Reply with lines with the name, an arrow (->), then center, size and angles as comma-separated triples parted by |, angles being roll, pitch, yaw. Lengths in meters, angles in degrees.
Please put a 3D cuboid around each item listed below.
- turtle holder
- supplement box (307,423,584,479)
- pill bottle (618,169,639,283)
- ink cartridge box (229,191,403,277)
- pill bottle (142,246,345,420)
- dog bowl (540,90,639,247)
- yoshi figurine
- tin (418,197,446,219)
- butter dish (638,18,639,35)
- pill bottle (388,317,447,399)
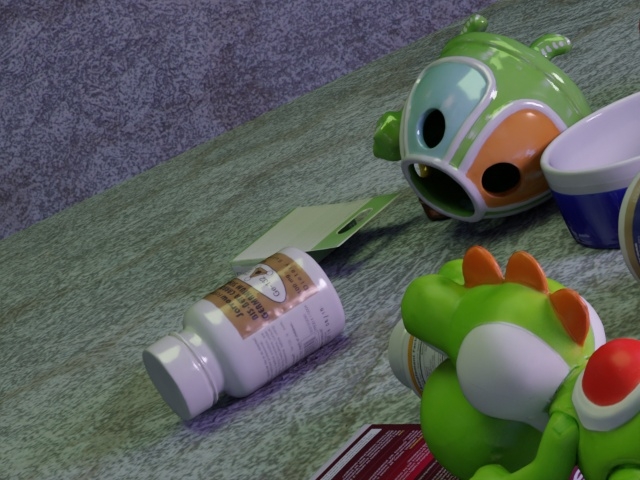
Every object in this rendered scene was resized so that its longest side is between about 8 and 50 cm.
turtle holder -> 0.203, -0.159, 1.906 | 0.320, 0.243, 0.227 | 31, 70, 29
supplement box -> 0.098, 0.218, 1.197 | 0.239, 0.073, 0.130 | -9, 23, 48
pill bottle -> 0.410, -0.006, 1.292 | 0.153, 0.153, 0.264 | -32, 17, -21
ink cartridge box -> 0.000, 0.000, 2.093 | 0.235, 0.056, 0.171 | -5, 26, 44
pill bottle -> -0.095, 0.116, 1.722 | 0.229, 0.131, 0.131 | -32, 17, -21
dog bowl -> 0.403, -0.098, 1.687 | 0.265, 0.104, 0.265 | -23, 16, 7
yoshi figurine -> 0.198, 0.152, 1.008 | 0.362, 0.203, 0.203 | 37, 99, 38
tin -> 0.218, -0.087, 2.070 | 0.106, 0.040, 0.189 | -16, 18, 43
butter dish -> 0.545, -0.259, 1.988 | 0.160, 0.118, 0.160 | -17, 59, 22
pill bottle -> 0.160, 0.112, 1.362 | 0.117, 0.117, 0.215 | -34, 18, -28
